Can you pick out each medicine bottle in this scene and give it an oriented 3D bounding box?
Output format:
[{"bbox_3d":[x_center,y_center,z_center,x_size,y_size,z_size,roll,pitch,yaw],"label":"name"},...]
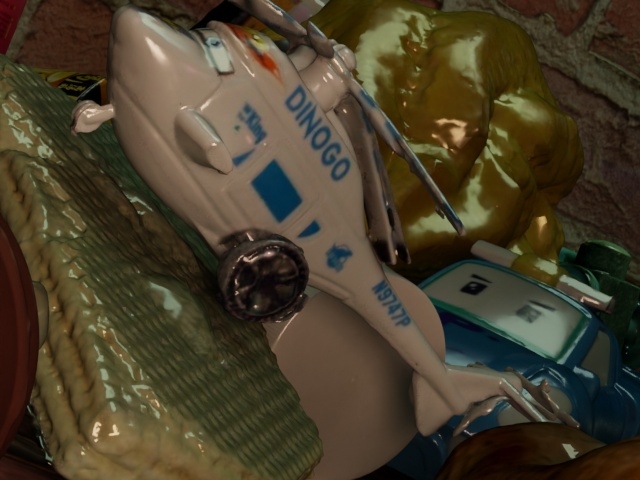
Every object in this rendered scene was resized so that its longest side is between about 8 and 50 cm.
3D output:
[{"bbox_3d":[-0.051,0.027,0.997,0.131,0.131,0.250,26,2,-39],"label":"medicine bottle"}]

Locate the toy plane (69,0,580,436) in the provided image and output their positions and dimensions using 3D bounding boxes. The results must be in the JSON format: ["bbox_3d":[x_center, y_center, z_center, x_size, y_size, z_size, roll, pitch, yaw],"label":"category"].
[{"bbox_3d":[-0.005,-0.003,0.810,0.182,0.107,0.273,45,-9,35],"label":"toy plane"}]

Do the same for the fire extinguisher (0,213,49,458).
[{"bbox_3d":[-0.143,0.022,0.398,0.147,0.106,0.337,3,-1,3],"label":"fire extinguisher"}]

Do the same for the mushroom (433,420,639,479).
[{"bbox_3d":[0.198,0.136,0.775,0.267,0.254,0.267,54,1,-2],"label":"mushroom"}]

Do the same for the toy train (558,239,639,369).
[{"bbox_3d":[0.177,0.093,1.555,0.112,0.203,0.163,22,-4,-40],"label":"toy train"}]

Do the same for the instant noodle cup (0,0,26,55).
[{"bbox_3d":[-0.287,-0.129,1.141,0.258,0.181,0.302,29,2,11],"label":"instant noodle cup"}]

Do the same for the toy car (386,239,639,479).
[{"bbox_3d":[0.101,0.087,1.157,0.198,0.166,0.314,24,1,25],"label":"toy car"}]

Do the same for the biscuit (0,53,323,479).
[{"bbox_3d":[-0.070,0.027,0.756,0.150,0.052,0.252,39,15,-38],"label":"biscuit"}]

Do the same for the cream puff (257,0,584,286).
[{"bbox_3d":[0.050,-0.002,1.394,0.291,0.324,0.257,4,42,-10],"label":"cream puff"}]

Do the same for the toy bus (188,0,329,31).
[{"bbox_3d":[-0.024,-0.048,1.699,0.162,0.171,0.386,39,-20,20],"label":"toy bus"}]

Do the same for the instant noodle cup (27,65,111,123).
[{"bbox_3d":[-0.198,-0.064,1.423,0.122,0.151,0.151,21,-2,28],"label":"instant noodle cup"}]
